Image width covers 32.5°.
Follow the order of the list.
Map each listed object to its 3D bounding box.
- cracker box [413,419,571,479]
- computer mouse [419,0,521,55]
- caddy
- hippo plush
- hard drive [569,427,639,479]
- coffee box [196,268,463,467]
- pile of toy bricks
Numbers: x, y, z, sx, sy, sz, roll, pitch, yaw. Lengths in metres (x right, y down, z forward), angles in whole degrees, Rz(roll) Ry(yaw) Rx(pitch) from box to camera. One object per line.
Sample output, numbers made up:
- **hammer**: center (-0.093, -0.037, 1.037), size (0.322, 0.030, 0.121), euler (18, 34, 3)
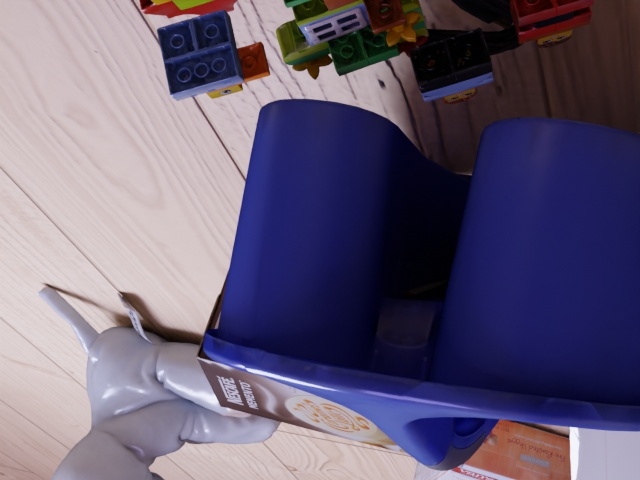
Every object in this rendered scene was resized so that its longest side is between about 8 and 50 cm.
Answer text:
- **cracker box**: center (0.205, 0.269, 1.245), size (0.155, 0.067, 0.232), euler (17, 156, -3)
- **computer mouse**: center (0.010, -0.160, 0.545), size (0.242, 0.041, 0.071), euler (26, 136, -28)
- **caddy**: center (0.083, 0.037, 0.609), size (0.241, 0.179, 0.341), euler (8, 179, 22)
- **hippo plush**: center (-0.186, 0.230, 1.223), size (0.234, 0.237, 0.294), euler (4, 152, 27)
- **hard drive**: center (0.331, 0.138, 0.781), size (0.307, 0.040, 0.203), euler (6, 114, 31)
- **coffee box**: center (0.025, 0.119, 1.020), size (0.246, 0.098, 0.141), euler (12, 154, 12)
- **pile of toy bricks**: center (0.023, -0.108, 0.507), size (0.212, 0.118, 0.105), euler (-15, 170, 9)
